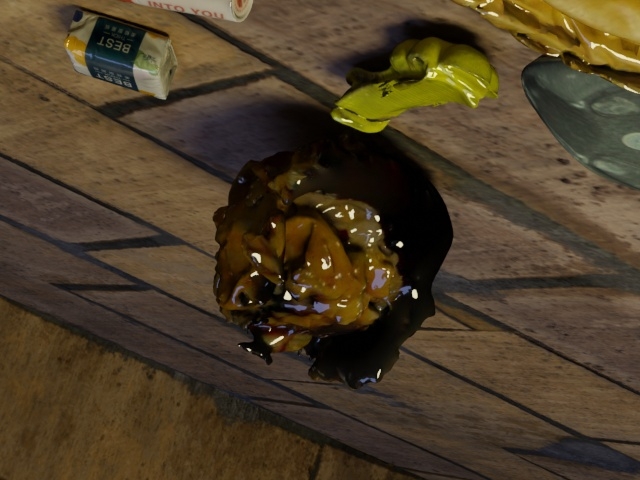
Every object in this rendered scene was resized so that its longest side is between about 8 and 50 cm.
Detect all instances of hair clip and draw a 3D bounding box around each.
[{"bbox_3d":[0.070,-0.111,1.070,0.072,0.046,0.173,21,168,-19],"label":"hair clip"}]

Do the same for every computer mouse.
[{"bbox_3d":[0.302,-0.075,0.836,0.379,0.090,0.167,11,164,10],"label":"computer mouse"}]

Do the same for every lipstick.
[{"bbox_3d":[-0.112,-0.182,1.055,0.130,0.038,0.038,13,165,21],"label":"lipstick"}]

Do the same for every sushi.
[{"bbox_3d":[-0.002,0.006,1.301,0.204,0.200,0.213,35,154,-27],"label":"sushi"}]

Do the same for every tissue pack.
[{"bbox_3d":[-0.162,-0.151,1.226,0.083,0.042,0.062,17,163,6],"label":"tissue pack"}]

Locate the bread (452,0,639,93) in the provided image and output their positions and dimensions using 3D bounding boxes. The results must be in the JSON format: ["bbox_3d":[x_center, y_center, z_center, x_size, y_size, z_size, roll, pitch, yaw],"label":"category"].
[{"bbox_3d":[0.133,-0.161,0.548,0.227,0.142,0.253,-22,149,37],"label":"bread"}]
